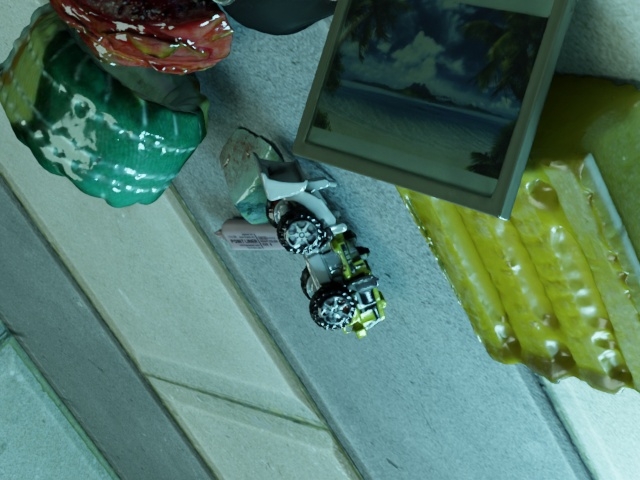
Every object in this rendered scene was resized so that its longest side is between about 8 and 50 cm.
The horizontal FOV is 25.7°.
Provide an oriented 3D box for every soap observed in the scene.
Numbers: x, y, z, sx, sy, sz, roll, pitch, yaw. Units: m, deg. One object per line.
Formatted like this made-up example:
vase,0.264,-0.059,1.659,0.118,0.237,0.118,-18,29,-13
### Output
soap,0.245,-0.007,1.470,0.293,0.156,0.335,6,134,49

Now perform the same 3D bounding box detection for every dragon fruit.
dragon fruit,-0.244,-0.281,1.757,0.317,0.152,0.205,47,167,28

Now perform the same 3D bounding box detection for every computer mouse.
computer mouse,-0.057,-0.291,1.598,0.147,0.088,0.264,50,152,-14

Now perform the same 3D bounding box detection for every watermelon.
watermelon,-0.096,-0.080,2.003,0.094,0.081,0.180,-123,17,-45

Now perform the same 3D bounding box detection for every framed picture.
framed picture,0.105,-0.165,1.397,0.024,0.232,0.315,14,-176,-41

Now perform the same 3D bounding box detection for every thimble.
thimble,-0.297,-0.187,1.900,0.288,0.254,0.167,38,112,5

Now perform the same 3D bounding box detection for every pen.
pen,-0.107,-0.009,2.138,0.197,0.032,0.053,1,130,54

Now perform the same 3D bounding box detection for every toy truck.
toy truck,0.000,0.000,1.901,0.136,0.111,0.286,-117,2,-69

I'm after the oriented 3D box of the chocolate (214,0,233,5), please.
chocolate,-0.152,-0.381,1.512,0.254,0.080,0.157,35,128,8
